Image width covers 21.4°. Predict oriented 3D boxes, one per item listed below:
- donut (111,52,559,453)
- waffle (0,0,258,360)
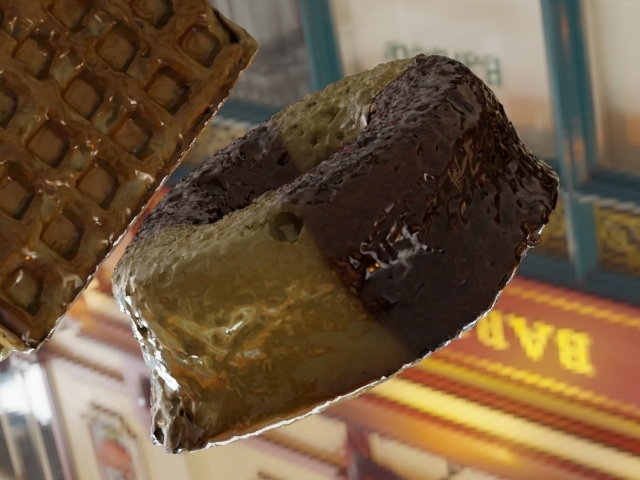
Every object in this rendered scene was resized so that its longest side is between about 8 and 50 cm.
[{"bbox_3d":[0.000,0.000,0.476,0.140,0.059,0.140,-28,-165,8],"label":"donut"},{"bbox_3d":[-0.213,-0.088,1.218,0.308,0.213,0.091,-57,-163,-24],"label":"waffle"}]
